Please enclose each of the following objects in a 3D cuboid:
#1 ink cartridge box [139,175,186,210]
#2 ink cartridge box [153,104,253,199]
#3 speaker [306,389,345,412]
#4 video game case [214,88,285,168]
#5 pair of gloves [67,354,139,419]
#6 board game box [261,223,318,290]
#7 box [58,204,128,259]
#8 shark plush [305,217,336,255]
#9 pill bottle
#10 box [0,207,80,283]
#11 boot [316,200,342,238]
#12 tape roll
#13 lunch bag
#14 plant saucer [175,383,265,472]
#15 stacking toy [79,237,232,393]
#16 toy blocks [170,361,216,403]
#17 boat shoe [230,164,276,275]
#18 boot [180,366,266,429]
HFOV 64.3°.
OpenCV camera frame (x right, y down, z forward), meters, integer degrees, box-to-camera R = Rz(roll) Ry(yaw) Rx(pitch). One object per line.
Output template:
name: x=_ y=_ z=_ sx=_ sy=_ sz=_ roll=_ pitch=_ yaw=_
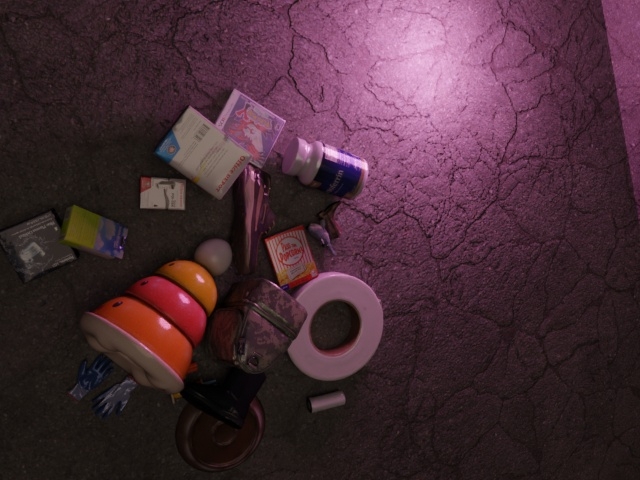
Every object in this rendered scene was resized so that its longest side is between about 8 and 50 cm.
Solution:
ink cartridge box: x=-0.484 y=-0.144 z=1.561 sx=0.135 sy=0.056 sz=0.100 roll=0 pitch=95 yaw=-23
ink cartridge box: x=-0.352 y=-0.266 z=1.532 sx=0.232 sy=0.168 sz=0.171 roll=38 pitch=92 yaw=-22
speaker: x=0.021 y=0.588 z=1.857 sx=0.136 sy=0.055 sz=0.055 roll=-7 pitch=98 yaw=-22
video game case: x=-0.239 y=-0.362 z=1.661 sx=0.201 sy=0.023 sz=0.184 roll=29 pitch=84 yaw=-23
pair of gloves: x=-0.669 y=0.449 z=1.565 sx=0.159 sy=0.023 sz=0.198 roll=-48 pitch=112 yaw=-14
board game box: x=-0.104 y=0.058 z=1.752 sx=0.146 sy=0.045 sz=0.194 roll=-23 pitch=104 yaw=-20
box: x=-0.649 y=-0.018 z=1.463 sx=0.178 sy=0.042 sz=0.109 roll=30 pitch=55 yaw=-48
shark plush: x=0.000 y=0.000 z=1.780 sx=0.073 sy=0.067 sz=0.161 roll=-17 pitch=124 yaw=11
pill bottle: x=0.015 y=-0.244 z=1.713 sx=0.264 sy=0.153 sz=0.153 roll=17 pitch=89 yaw=-23
box: x=-0.790 y=0.013 z=1.428 sx=0.155 sy=0.093 sz=0.159 roll=-28 pitch=107 yaw=-18
boot: x=0.055 y=-0.071 z=1.810 sx=0.106 sy=0.037 sz=0.114 roll=-34 pitch=105 yaw=-3
tape roll: x=0.044 y=0.306 z=1.828 sx=0.391 sy=0.072 sz=0.393 roll=-2 pitch=96 yaw=-23
lunch bag: x=-0.216 y=0.275 z=1.564 sx=0.212 sy=0.305 sz=0.256 roll=39 pitch=65 yaw=-22
plant saucer: x=-0.328 y=0.643 z=1.719 sx=0.310 sy=0.050 sz=0.311 roll=-2 pitch=96 yaw=-24
stacking toy: x=-0.435 y=0.179 z=1.535 sx=0.351 sy=0.350 sz=0.480 roll=47 pitch=58 yaw=-20
toy blocks: x=-0.419 y=0.450 z=1.654 sx=0.148 sy=0.054 sz=0.124 roll=-13 pitch=100 yaw=-22
boat shoe: x=-0.206 y=-0.065 z=1.635 sx=0.130 sy=0.132 sz=0.356 roll=4 pitch=87 yaw=-30
boot: x=-0.309 y=0.462 z=1.650 sx=0.246 sy=0.094 sz=0.207 roll=37 pitch=51 yaw=-18
